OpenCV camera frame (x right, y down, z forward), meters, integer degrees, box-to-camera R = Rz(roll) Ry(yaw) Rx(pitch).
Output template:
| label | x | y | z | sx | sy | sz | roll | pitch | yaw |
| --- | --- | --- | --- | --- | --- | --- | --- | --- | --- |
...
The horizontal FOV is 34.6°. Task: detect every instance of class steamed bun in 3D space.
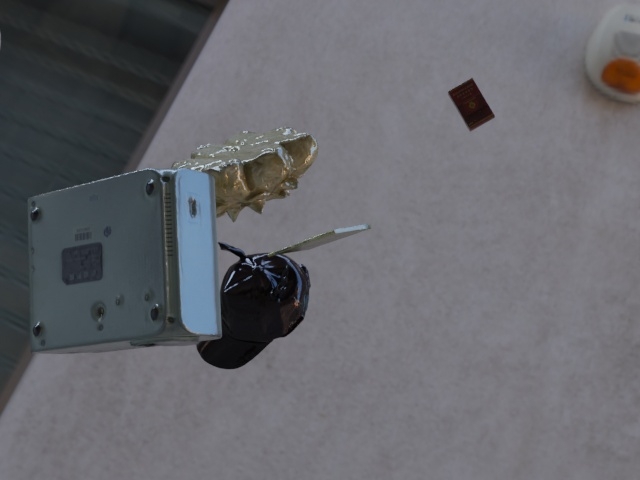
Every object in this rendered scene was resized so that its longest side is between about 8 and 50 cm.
| label | x | y | z | sx | sy | sz | roll | pitch | yaw |
| --- | --- | --- | --- | --- | --- | --- | --- | --- | --- |
| steamed bun | -0.140 | -0.127 | 2.007 | 0.292 | 0.295 | 0.137 | -17 | -74 | -1 |

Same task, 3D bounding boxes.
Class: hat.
| label | x | y | z | sx | sy | sz | roll | pitch | yaw |
| --- | --- | --- | --- | --- | --- | --- | --- | --- | --- |
| hat | -0.183 | 0.135 | 2.450 | 0.238 | 0.336 | 0.209 | 46 | -9 | 45 |

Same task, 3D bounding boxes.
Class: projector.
| label | x | y | z | sx | sy | sz | roll | pitch | yaw |
| --- | --- | --- | --- | --- | --- | --- | --- | --- | --- |
| projector | -0.241 | 0.032 | 1.233 | 0.250 | 0.198 | 0.108 | -9 | -10 | 32 |

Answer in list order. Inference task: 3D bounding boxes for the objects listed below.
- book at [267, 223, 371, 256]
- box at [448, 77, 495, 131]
| label | x | y | z | sx | sy | sz | roll | pitch | yaw |
| --- | --- | --- | --- | --- | --- | --- | --- | --- | --- |
| book | 0.000 | 0.000 | 2.324 | 0.192 | 0.013 | 0.168 | -20 | -5 | 33 |
| box | 0.271 | -0.244 | 1.849 | 0.082 | 0.051 | 0.023 | 62 | 5 | 10 |
